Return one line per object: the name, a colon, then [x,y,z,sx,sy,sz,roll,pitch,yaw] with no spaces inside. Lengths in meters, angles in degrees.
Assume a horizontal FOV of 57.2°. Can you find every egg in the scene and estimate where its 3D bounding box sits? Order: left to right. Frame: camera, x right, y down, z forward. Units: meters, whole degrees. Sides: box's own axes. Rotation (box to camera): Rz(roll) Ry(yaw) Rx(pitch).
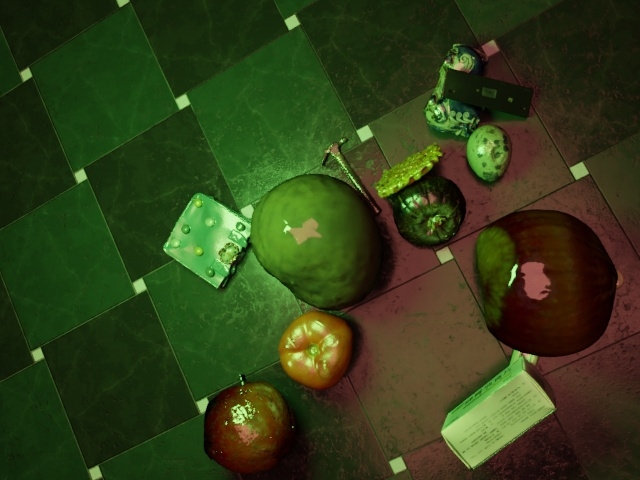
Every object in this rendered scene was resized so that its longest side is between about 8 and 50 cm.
egg: [0.537,-0.278,1.866,0.141,0.141,0.182,-5,96,12]

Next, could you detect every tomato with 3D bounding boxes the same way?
tomato: [-0.009,0.353,1.921,0.259,0.180,0.260,-2,83,13]

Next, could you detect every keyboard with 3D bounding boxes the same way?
keyboard: [0.528,-0.462,1.859,0.316,0.027,0.106,9,94,-17]

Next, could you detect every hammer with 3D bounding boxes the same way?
hammer: [0.115,-0.212,2.016,0.125,0.027,0.297,-37,79,7]

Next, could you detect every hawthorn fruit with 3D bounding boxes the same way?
hawthorn fruit: [-0.236,0.608,1.905,0.315,0.316,0.316,-1,85,13]

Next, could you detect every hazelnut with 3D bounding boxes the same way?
hazelnut: [0.631,0.115,1.688,0.402,0.402,0.429,-2,73,13]

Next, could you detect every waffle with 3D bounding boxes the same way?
waffle: [0.281,-0.224,1.870,0.245,0.254,0.052,-30,103,22]

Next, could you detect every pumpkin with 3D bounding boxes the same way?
pumpkin: [0.344,-0.090,1.860,0.237,0.159,0.238,-1,115,-3]

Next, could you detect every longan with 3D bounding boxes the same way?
longan: [-0.002,-0.008,1.835,0.436,0.404,0.404,36,95,-18]

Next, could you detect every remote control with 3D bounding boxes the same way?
remote control: [0.639,0.383,1.840,0.078,0.042,0.222,16,91,13]

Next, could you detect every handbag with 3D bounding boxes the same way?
handbag: [-0.393,-0.009,2.078,0.274,0.100,0.269,34,93,14]

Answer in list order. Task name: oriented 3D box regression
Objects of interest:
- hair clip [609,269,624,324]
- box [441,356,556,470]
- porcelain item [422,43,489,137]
hair clip: [0.844,0.152,1.804,0.159,0.071,0.219,0,82,25]
box: [0.530,0.518,1.762,0.333,0.173,0.145,-44,78,17]
porcelain item: [0.455,-0.484,1.907,0.186,0.138,0.288,21,92,3]
